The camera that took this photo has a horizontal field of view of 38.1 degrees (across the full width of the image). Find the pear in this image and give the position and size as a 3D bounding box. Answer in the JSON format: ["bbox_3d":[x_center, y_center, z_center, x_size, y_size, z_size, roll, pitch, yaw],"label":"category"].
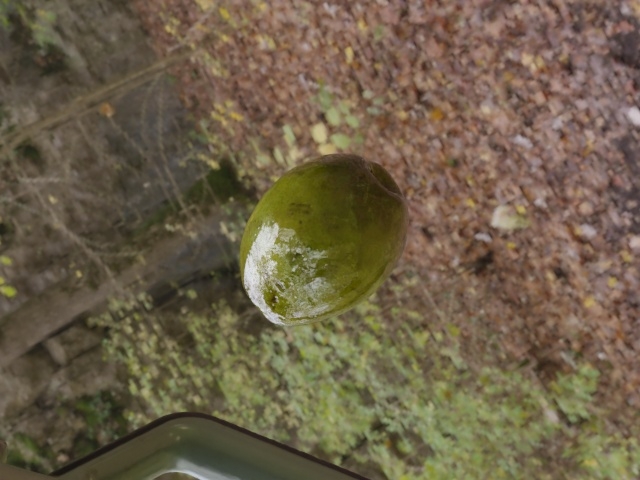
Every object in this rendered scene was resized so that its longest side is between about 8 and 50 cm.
[{"bbox_3d":[0.000,0.000,1.516,0.253,0.307,0.253,45,-159,-22],"label":"pear"}]

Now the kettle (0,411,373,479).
[{"bbox_3d":[-0.110,0.258,0.609,0.361,0.377,0.250,-80,5,-60],"label":"kettle"}]
